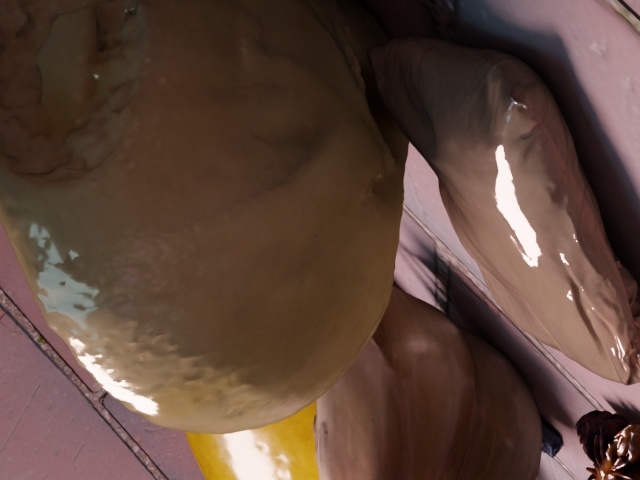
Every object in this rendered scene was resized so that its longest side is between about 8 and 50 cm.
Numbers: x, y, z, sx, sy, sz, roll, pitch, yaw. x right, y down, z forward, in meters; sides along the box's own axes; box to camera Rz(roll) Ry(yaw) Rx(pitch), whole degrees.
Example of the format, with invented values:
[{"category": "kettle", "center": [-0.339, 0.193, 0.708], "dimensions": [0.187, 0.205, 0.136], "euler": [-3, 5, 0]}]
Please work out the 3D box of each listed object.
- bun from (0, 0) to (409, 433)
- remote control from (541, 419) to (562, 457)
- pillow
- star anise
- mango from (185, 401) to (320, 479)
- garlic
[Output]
[{"category": "bun", "center": [-0.052, -0.067, 1.078], "dimensions": [0.364, 0.202, 0.364], "euler": [49, -149, -45]}, {"category": "remote control", "center": [0.173, 0.150, 1.655], "dimensions": [0.152, 0.027, 0.043], "euler": [44, 164, 22]}, {"category": "pillow", "center": [0.119, -0.019, 1.029], "dimensions": [0.173, 0.067, 0.270], "euler": [37, 164, 50]}, {"category": "star anise", "center": [0.236, 0.179, 1.340], "dimensions": [0.190, 0.070, 0.097], "euler": [-174, 70, -80]}, {"category": "mango", "center": [0.015, 0.202, 1.816], "dimensions": [0.445, 0.301, 0.220], "euler": [55, -158, -27]}, {"category": "garlic", "center": [0.082, 0.177, 1.563], "dimensions": [0.237, 0.292, 0.210], "euler": [23, 149, -22]}]
